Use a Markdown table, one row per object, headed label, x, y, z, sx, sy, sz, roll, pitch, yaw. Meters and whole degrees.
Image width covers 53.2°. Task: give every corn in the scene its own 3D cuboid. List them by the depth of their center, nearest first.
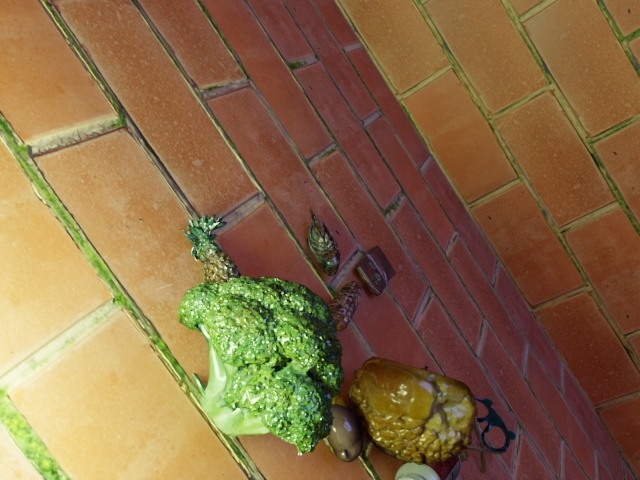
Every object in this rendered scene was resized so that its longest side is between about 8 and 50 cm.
| label | x | y | z | sx | sy | sz | roll | pitch | yaw |
| --- | --- | --- | --- | --- | --- | --- | --- | --- | --- |
| corn | 0.072 | 0.182 | 1.827 | 0.079 | 0.079 | 0.237 | 57 | 25 | -6 |

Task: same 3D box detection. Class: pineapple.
| label | x | y | z | sx | sy | sz | roll | pitch | yaw |
| --- | --- | --- | --- | --- | --- | --- | --- | --- | --- |
| pineapple | -0.230 | 0.045 | 1.437 | 0.083 | 0.103 | 0.221 | 92 | -27 | -78 |

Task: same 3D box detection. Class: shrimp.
| label | x | y | z | sx | sy | sz | roll | pitch | yaw |
| --- | --- | --- | --- | --- | --- | --- | --- | --- | --- |
| shrimp | 0.000 | 0.000 | 1.877 | 0.090 | 0.079 | 0.233 | -11 | 65 | -21 |

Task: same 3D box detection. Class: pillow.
| label | x | y | z | sx | sy | sz | roll | pitch | yaw |
| --- | --- | --- | --- | --- | --- | --- | --- | --- | --- |
| pillow | 0.184 | 0.097 | 2.115 | 0.126 | 0.043 | 0.232 | 57 | 27 | -4 |

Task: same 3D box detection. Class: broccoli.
| label | x | y | z | sx | sy | sz | roll | pitch | yaw |
| --- | --- | --- | --- | --- | --- | --- | --- | --- | --- |
| broccoli | -0.106 | 0.221 | 1.264 | 0.413 | 0.310 | 0.321 | 39 | 36 | 23 |

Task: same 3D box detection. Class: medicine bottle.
| label | x | y | z | sx | sy | sz | roll | pitch | yaw |
| --- | --- | --- | --- | --- | --- | --- | --- | --- | --- |
| medicine bottle | 0.278 | 0.622 | 1.682 | 0.250 | 0.131 | 0.131 | -14 | 76 | -62 |

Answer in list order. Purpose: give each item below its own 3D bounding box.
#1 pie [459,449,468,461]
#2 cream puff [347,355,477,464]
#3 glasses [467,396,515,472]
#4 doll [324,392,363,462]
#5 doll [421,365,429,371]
| label | x | y | z | sx | sy | sz | roll | pitch | yaw |
| --- | --- | --- | --- | --- | --- | --- | --- | --- | --- |
| pie | 0.383 | 0.553 | 1.991 | 0.128 | 0.068 | 0.282 | 10 | 52 | -53 |
| cream puff | 0.224 | 0.433 | 1.604 | 0.343 | 0.327 | 0.231 | 46 | 62 | -70 |
| glasses | 0.528 | 0.659 | 2.138 | 0.207 | 0.102 | 0.239 | -39 | 100 | -34 |
| doll | 0.048 | 0.448 | 1.528 | 0.188 | 0.096 | 0.145 | -92 | 166 | -83 |
| doll | 0.314 | 0.481 | 1.907 | 0.149 | 0.095 | 0.192 | -11 | 73 | -42 |
